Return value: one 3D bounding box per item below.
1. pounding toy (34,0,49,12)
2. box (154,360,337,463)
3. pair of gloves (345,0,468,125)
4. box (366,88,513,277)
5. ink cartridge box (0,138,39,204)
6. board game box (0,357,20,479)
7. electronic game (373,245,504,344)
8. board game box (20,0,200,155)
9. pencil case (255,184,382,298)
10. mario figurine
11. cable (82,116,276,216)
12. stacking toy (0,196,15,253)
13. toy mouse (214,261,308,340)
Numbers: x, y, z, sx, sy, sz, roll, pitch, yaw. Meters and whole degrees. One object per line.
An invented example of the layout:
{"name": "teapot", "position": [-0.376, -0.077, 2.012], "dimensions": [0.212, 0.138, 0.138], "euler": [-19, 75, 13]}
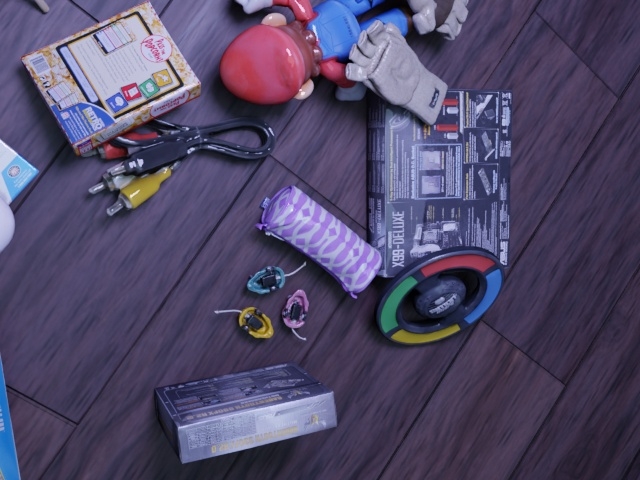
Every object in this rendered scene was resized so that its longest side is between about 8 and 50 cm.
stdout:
{"name": "pounding toy", "position": [-0.420, -0.367, 0.974], "dimensions": [0.100, 0.130, 0.141], "euler": [-9, 100, -9]}
{"name": "box", "position": [-0.115, 0.247, 1.134], "dimensions": [0.231, 0.183, 0.056], "euler": [-9, 100, -22]}
{"name": "pair of gloves", "position": [0.136, -0.316, 1.145], "dimensions": [0.204, 0.042, 0.240], "euler": [18, 87, -45]}
{"name": "box", "position": [0.200, -0.098, 1.275], "dimensions": [0.243, 0.076, 0.307], "euler": [-4, 98, -21]}
{"name": "ink cartridge box", "position": [-0.480, -0.114, 1.007], "dimensions": [0.181, 0.061, 0.104], "euler": [43, 81, -21]}
{"name": "board game box", "position": [-0.517, 0.237, 0.889], "dimensions": [0.303, 0.098, 0.224], "euler": [-10, 90, -62]}
{"name": "electronic game", "position": [0.197, 0.094, 1.259], "dimensions": [0.229, 0.048, 0.229], "euler": [-13, 138, -12]}
{"name": "board game box", "position": [-0.285, -0.225, 1.052], "dimensions": [0.194, 0.045, 0.146], "euler": [-30, 82, -16]}
{"name": "pencil case", "position": [0.000, 0.000, 1.194], "dimensions": [0.206, 0.086, 0.088], "euler": [36, 75, -18]}
{"name": "mario figurine", "position": [-0.021, -0.305, 1.160], "dimensions": [0.321, 0.170, 0.198], "euler": [-31, 71, -26]}
{"name": "cable", "position": [-0.211, -0.143, 1.132], "dimensions": [0.287, 0.072, 0.139], "euler": [-22, 87, -30]}
{"name": "stacking toy", "position": [-0.593, -0.025, 0.843], "dimensions": [0.480, 0.351, 0.350], "euler": [-2, 97, -29]}
{"name": "toy mouse", "position": [-0.069, 0.090, 1.215], "dimensions": [0.161, 0.031, 0.143], "euler": [35, 84, -22]}
